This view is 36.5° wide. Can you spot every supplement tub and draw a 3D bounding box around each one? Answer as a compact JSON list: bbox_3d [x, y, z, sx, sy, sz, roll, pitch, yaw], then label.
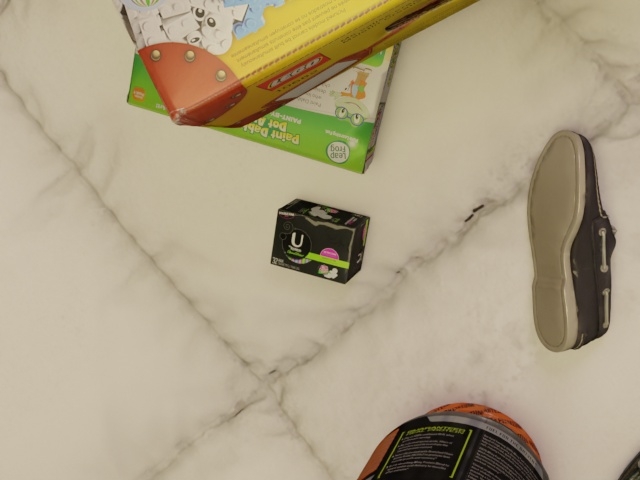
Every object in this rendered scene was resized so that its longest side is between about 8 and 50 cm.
[{"bbox_3d":[0.107,0.279,0.873,0.193,0.316,0.194,6,108,19],"label":"supplement tub"}]

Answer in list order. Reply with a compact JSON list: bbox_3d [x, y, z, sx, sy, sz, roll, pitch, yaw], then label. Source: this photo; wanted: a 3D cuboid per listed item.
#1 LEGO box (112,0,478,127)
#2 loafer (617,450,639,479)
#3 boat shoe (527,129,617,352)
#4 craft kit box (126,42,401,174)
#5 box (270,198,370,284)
[{"bbox_3d":[0.046,-0.361,0.720,0.500,0.193,0.372,-27,91,11],"label":"LEGO box"},{"bbox_3d":[0.372,0.193,0.871,0.267,0.084,0.096,-37,70,23],"label":"loafer"},{"bbox_3d":[0.239,0.000,0.900,0.065,0.075,0.206,-5,101,-23],"label":"boat shoe"},{"bbox_3d":[-0.043,-0.213,0.910,0.250,0.061,0.247,18,112,7],"label":"craft kit box"},{"bbox_3d":[0.000,0.000,0.979,0.083,0.052,0.062,14,110,17],"label":"box"}]
